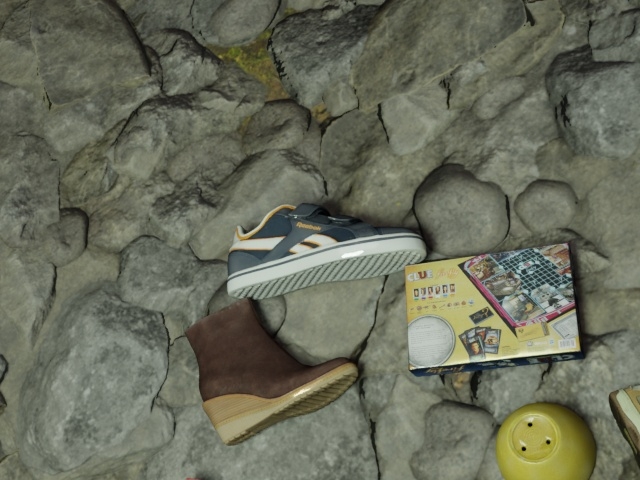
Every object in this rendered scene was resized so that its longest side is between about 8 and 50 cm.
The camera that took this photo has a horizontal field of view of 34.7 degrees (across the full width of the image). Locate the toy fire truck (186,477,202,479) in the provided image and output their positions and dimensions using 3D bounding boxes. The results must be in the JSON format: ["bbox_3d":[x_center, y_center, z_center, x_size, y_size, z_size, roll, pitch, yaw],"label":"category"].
[{"bbox_3d":[-0.234,0.449,1.510,0.135,0.047,0.192,-2,68,19],"label":"toy fire truck"}]

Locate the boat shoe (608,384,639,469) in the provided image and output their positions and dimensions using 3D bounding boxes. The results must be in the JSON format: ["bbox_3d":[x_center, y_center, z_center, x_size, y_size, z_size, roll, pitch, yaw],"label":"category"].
[{"bbox_3d":[0.441,0.267,1.311,0.072,0.068,0.190,-19,61,0],"label":"boat shoe"}]

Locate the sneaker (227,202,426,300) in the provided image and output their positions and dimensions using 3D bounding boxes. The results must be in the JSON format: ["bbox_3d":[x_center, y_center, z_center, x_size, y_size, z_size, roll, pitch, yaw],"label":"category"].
[{"bbox_3d":[0.000,0.000,1.567,0.321,0.126,0.127,-11,68,18],"label":"sneaker"}]

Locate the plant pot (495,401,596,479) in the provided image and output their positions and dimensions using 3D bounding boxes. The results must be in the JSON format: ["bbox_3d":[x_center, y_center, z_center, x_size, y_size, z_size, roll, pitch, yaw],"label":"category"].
[{"bbox_3d":[0.290,0.270,1.350,0.134,0.095,0.134,-8,65,18],"label":"plant pot"}]

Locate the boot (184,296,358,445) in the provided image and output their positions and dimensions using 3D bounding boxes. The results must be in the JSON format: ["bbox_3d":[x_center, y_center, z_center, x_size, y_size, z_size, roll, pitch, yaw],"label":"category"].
[{"bbox_3d":[-0.082,0.171,1.544,0.249,0.090,0.206,-27,63,13],"label":"boot"}]

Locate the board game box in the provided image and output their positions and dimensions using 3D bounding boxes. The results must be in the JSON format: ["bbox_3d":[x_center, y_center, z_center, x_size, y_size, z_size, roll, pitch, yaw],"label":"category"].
[{"bbox_3d":[0.246,0.101,1.473,0.243,0.042,0.165,-8,65,19],"label":"board game box"}]
